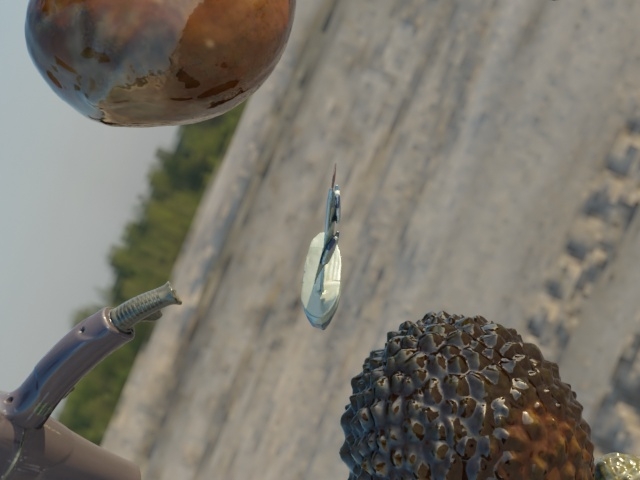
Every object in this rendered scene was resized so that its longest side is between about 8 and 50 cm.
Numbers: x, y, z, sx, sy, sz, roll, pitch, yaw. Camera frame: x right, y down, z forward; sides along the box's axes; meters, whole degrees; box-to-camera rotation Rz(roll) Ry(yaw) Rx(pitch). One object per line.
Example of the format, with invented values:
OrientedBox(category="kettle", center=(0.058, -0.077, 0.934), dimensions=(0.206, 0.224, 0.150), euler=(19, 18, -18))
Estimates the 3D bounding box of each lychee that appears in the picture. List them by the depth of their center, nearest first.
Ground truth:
OrientedBox(category="lychee", center=(0.118, 0.171, 1.411), dimensions=(0.200, 0.200, 0.238), euler=(-154, 48, -86))

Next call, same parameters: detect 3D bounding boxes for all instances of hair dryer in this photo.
OrientedBox(category="hair dryer", center=(-0.271, 0.180, 2.150), dimensions=(0.361, 0.301, 0.121), euler=(-44, 42, 25))

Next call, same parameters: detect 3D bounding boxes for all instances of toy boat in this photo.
OrientedBox(category="toy boat", center=(0.001, 0.001, 1.543), dimensions=(0.105, 0.034, 0.149), euler=(-84, -6, -73))

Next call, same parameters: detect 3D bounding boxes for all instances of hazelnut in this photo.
OrientedBox(category="hazelnut", center=(-0.125, -0.170, 1.404), dimensions=(0.214, 0.176, 0.214), euler=(-21, 28, 12))

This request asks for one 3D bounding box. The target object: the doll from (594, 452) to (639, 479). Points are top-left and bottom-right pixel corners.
OrientedBox(category="doll", center=(0.311, 0.292, 1.608), dimensions=(0.203, 0.286, 0.091), euler=(-51, 27, 20))
